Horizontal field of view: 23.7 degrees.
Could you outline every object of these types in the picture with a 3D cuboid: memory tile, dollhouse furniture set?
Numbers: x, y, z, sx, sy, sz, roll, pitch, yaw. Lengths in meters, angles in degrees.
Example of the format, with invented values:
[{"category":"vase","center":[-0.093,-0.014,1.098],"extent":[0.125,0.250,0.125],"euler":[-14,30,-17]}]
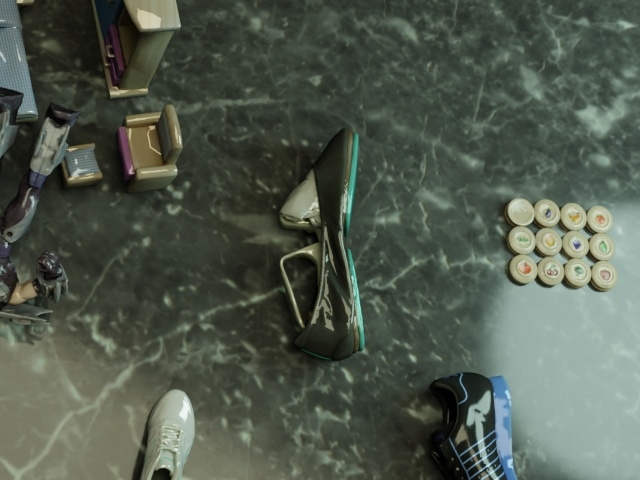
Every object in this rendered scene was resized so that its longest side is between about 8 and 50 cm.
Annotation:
[{"category":"memory tile","center":[0.302,0.004,1.911],"extent":[0.148,0.012,0.113],"euler":[5,71,-15]},{"category":"dollhouse furniture set","center":[-0.323,-0.200,1.683],"extent":[0.303,0.198,0.286],"euler":[-8,75,-19]}]

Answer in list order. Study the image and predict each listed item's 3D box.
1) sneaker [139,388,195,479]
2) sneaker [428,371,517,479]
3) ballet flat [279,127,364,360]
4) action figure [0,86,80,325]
[{"category":"sneaker","center":[-0.166,0.233,1.667],"extent":[0.054,0.061,0.152],"euler":[15,68,-10]},{"category":"sneaker","center":[0.175,0.265,1.756],"extent":[0.090,0.081,0.232],"euler":[2,65,-14]},{"category":"ballet flat","center":[0.000,0.000,1.779],"extent":[0.096,0.095,0.280],"euler":[0,72,-5]},{"category":"action figure","center":[-0.349,-0.017,1.631],"extent":[0.185,0.099,0.285],"euler":[15,100,-13]}]
